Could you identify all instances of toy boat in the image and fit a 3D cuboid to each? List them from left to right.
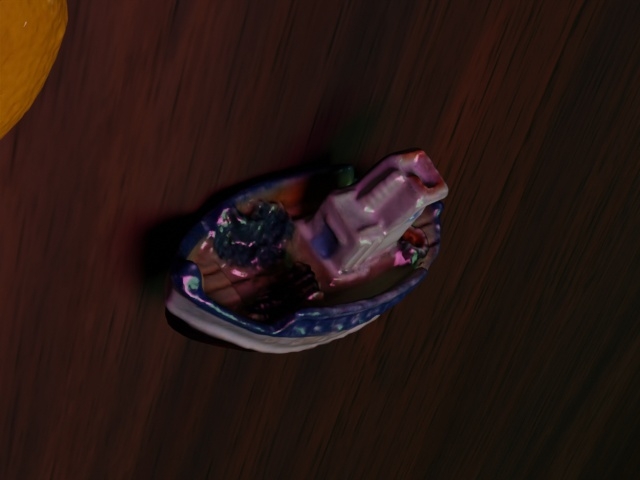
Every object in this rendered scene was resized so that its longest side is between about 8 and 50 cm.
[{"bbox_3d":[0.000,0.000,1.129,0.262,0.114,0.115,-22,158,-36],"label":"toy boat"}]

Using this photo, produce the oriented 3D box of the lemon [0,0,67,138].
[{"bbox_3d":[-0.183,-0.103,0.609,0.187,0.187,0.244,-50,160,6],"label":"lemon"}]
